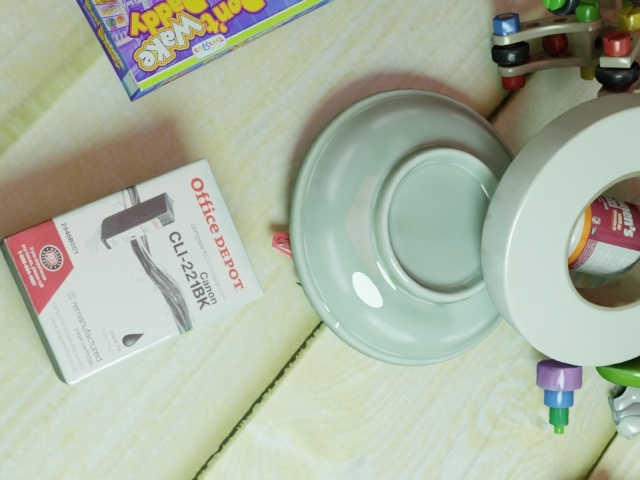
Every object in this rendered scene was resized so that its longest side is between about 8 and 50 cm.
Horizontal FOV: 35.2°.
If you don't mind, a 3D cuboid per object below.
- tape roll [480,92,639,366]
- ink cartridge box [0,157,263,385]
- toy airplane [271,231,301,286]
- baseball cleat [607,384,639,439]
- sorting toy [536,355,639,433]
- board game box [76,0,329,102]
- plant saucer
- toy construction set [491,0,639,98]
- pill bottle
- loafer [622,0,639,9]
[{"bbox_3d":[0.410,-0.010,1.398,0.392,0.072,0.392,-8,114,-18],"label":"tape roll"},{"bbox_3d":[-0.236,0.037,1.282,0.272,0.114,0.197,-25,95,-21],"label":"ink cartridge box"},{"bbox_3d":[0.000,0.000,1.417,0.151,0.028,0.151,1,87,-24],"label":"toy airplane"},{"bbox_3d":[0.544,0.238,1.580,0.205,0.072,0.109,-15,85,-24],"label":"baseball cleat"},{"bbox_3d":[0.494,0.237,1.502,0.365,0.127,0.126,-2,96,-12],"label":"sorting toy"},{"bbox_3d":[-0.154,-0.370,1.358,0.347,0.078,0.233,-31,97,-19],"label":"board game box"},{"bbox_3d":[0.154,-0.021,1.420,0.400,0.100,0.401,1,87,-25],"label":"plant saucer"},{"bbox_3d":[0.429,-0.259,1.488,0.237,0.257,0.309,-26,97,-30],"label":"toy construction set"},{"bbox_3d":[0.443,-0.002,1.531,0.221,0.121,0.121,12,82,-19],"label":"pill bottle"},{"bbox_3d":[0.429,-0.451,1.572,0.251,0.087,0.094,30,77,-16],"label":"loafer"}]
